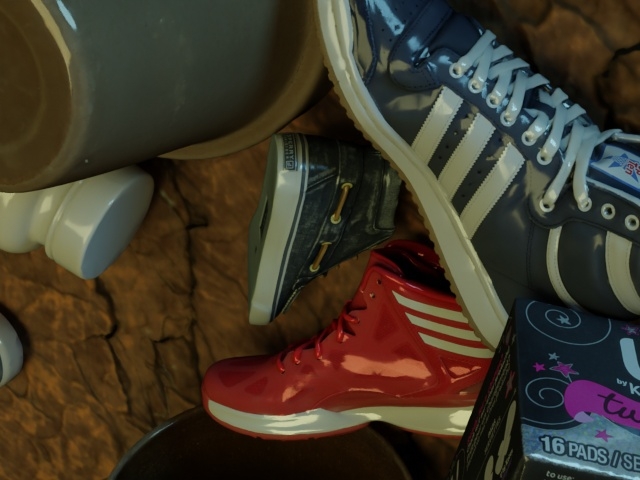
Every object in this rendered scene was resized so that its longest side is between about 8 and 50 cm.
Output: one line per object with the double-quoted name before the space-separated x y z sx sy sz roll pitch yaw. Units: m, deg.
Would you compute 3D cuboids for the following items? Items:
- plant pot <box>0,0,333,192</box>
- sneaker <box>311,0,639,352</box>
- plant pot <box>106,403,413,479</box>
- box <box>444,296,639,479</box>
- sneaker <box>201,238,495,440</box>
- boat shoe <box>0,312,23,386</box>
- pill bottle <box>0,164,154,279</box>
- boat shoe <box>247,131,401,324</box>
"plant pot" -0.137 -0.141 1.017 0.263 0.229 0.263 15 122 25
"sneaker" 0.116 -0.065 0.989 0.153 0.099 0.282 -12 116 40
"plant pot" -0.036 0.262 1.218 0.215 0.215 0.230 18 139 21
"box" 0.205 0.153 0.983 0.247 0.142 0.163 12 125 -6
"sneaker" 0.018 0.056 1.130 0.221 0.087 0.128 -3 115 18
"boat shoe" -0.353 0.075 1.356 0.258 0.084 0.095 10 120 26
"pill bottle" -0.212 -0.057 1.181 0.187 0.112 0.112 32 128 12
"boat shoe" 0.000 0.000 1.120 0.083 0.065 0.183 3 147 -9
